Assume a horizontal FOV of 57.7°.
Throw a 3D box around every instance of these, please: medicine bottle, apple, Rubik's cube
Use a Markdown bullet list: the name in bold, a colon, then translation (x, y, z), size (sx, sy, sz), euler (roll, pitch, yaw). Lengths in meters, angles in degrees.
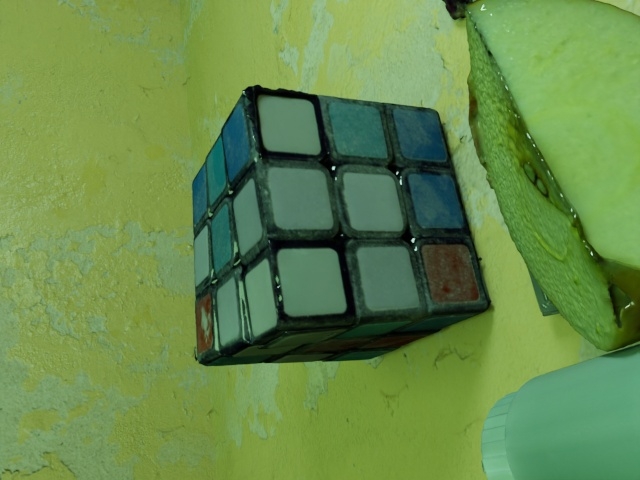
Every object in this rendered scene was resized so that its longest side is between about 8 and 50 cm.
- **medicine bottle**: translation (0.286, 0.172, 0.501), size (0.318, 0.158, 0.158), euler (133, 131, -57)
- **apple**: translation (0.248, -0.077, 0.555), size (0.254, 0.179, 0.346), euler (-43, 54, 38)
- **Rubik's cube**: translation (0.000, 0.000, 0.941), size (0.359, 0.363, 0.362), euler (-40, 56, 54)

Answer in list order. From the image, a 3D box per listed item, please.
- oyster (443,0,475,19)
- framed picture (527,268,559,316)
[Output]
- **oyster**: translation (0.201, -0.470, 0.838), size (0.271, 0.100, 0.275), euler (37, 118, 40)
- **framed picture**: translation (0.296, -0.051, 0.659), size (0.197, 0.014, 0.253), euler (-27, 75, 56)
